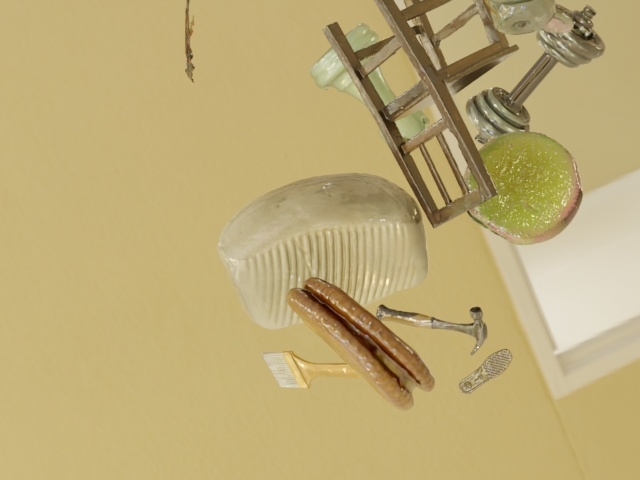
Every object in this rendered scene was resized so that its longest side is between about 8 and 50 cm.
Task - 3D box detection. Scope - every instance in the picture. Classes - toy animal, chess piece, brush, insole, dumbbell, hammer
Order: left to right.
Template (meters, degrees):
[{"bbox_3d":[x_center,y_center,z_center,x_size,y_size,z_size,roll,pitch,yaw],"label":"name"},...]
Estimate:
[{"bbox_3d":[0.013,0.257,1.845,0.272,0.103,0.013,-4,-143,32],"label":"brush"},{"bbox_3d":[0.134,-0.366,2.302,0.194,0.299,0.194,-41,-175,4],"label":"chess piece"},{"bbox_3d":[0.168,0.129,1.429,0.201,0.078,0.021,6,-151,42],"label":"hammer"},{"bbox_3d":[0.348,0.277,1.962,0.135,0.045,0.002,-39,167,13],"label":"insole"},{"bbox_3d":[0.279,-0.344,1.279,0.125,0.251,0.127,-22,-128,20],"label":"toy animal"},{"bbox_3d":[0.496,-0.379,2.172,0.406,0.179,0.179,-51,172,31],"label":"dumbbell"}]

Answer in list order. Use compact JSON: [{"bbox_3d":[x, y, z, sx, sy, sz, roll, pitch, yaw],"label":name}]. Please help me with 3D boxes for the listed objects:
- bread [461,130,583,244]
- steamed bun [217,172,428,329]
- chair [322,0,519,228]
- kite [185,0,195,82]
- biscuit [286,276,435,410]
[{"bbox_3d":[0.384,-0.102,1.763,0.228,0.228,0.033,-24,167,-1],"label":"bread"},{"bbox_3d":[0.003,-0.003,1.800,0.383,0.247,0.236,-17,-139,0],"label":"steamed bun"},{"bbox_3d":[0.229,-0.273,1.671,0.240,0.416,0.203,-29,179,-35],"label":"chair"},{"bbox_3d":[-0.200,-0.306,1.431,0.010,0.190,0.159,0,-134,-5],"label":"kite"},{"bbox_3d":[0.050,0.128,1.193,0.066,0.220,0.220,-46,-169,-6],"label":"biscuit"}]
